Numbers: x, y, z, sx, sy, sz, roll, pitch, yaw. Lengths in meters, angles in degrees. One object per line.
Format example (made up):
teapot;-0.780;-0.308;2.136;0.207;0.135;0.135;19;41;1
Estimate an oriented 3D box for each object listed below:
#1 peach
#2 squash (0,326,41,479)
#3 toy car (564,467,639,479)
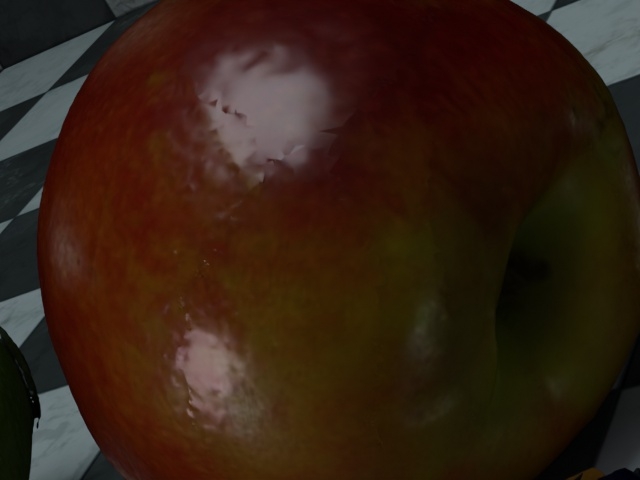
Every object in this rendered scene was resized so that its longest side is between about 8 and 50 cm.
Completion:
peach;0.000;0.000;1.143;0.388;0.388;0.388;-27;20;11
squash;-0.338;0.196;1.320;0.263;0.263;0.384;-29;19;6
toy car;0.186;0.171;0.602;0.193;0.118;0.301;-12;40;-46
